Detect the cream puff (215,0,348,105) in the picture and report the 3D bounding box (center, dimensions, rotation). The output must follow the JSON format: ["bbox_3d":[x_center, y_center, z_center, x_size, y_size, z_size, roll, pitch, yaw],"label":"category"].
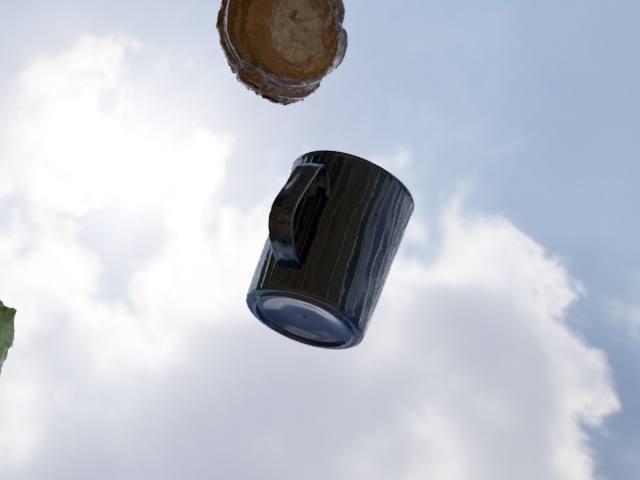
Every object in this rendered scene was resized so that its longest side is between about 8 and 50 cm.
[{"bbox_3d":[-0.045,-0.236,1.628,0.115,0.150,0.165,3,-104,69],"label":"cream puff"}]

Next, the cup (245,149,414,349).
[{"bbox_3d":[-0.006,0.003,1.236,0.113,0.150,0.138,-15,-133,49],"label":"cup"}]

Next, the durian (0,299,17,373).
[{"bbox_3d":[-0.567,0.161,1.789,0.256,0.340,0.204,17,-63,18],"label":"durian"}]
